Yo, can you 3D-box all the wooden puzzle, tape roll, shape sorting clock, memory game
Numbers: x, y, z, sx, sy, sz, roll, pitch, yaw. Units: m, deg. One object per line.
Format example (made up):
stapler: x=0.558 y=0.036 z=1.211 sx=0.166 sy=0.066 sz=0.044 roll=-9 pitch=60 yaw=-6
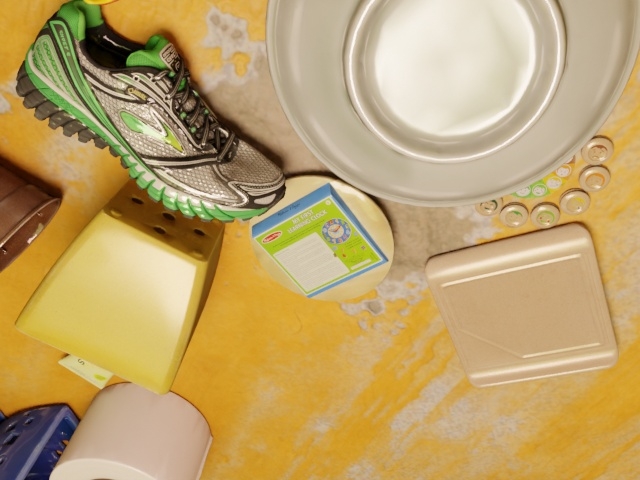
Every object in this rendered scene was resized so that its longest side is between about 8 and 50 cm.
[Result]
wooden puzzle: x=0.287 y=0.098 z=0.895 sx=0.221 sy=0.044 sz=0.238 roll=-15 pitch=117 yaw=20
tape roll: x=-0.339 y=0.403 z=1.147 sx=0.246 sy=0.169 sz=0.246 roll=5 pitch=126 yaw=6
shape sorting clock: x=0.000 y=0.000 z=0.873 sx=0.206 sy=0.040 sz=0.206 roll=7 pitch=129 yaw=9
memory game: x=0.265 y=-0.090 z=0.778 sx=0.186 sy=0.012 sz=0.186 roll=5 pitch=126 yaw=7

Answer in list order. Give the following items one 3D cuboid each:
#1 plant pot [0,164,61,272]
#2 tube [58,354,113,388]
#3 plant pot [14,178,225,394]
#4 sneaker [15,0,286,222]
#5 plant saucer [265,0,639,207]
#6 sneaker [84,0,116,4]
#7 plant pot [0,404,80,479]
plant pot: x=-0.480 y=-0.048 z=0.863 sx=0.165 sy=0.167 sz=0.167 roll=41 pitch=123 yaw=-9
tube: x=-0.355 y=0.186 z=1.066 sx=0.240 sy=0.062 sz=0.070 roll=-36 pitch=72 yaw=35
plant pot: x=-0.243 y=0.040 z=0.859 sx=0.212 sy=0.212 sz=0.187 roll=28 pitch=112 yaw=-10
sneaker: x=-0.186 y=-0.145 z=0.746 sx=0.343 sy=0.134 sz=0.146 roll=32 pitch=124 yaw=-12
plant saucer: x=0.133 y=-0.195 z=0.652 sx=0.401 sy=0.100 sz=0.400 roll=3 pitch=121 yaw=5
sneaker: x=-0.191 y=-0.307 z=0.671 sx=0.175 sy=0.067 sz=0.064 roll=-32 pitch=111 yaw=26
plant pot: x=-0.583 y=0.473 z=1.209 sx=0.212 sy=0.236 sz=0.236 roll=0 pitch=126 yaw=17
